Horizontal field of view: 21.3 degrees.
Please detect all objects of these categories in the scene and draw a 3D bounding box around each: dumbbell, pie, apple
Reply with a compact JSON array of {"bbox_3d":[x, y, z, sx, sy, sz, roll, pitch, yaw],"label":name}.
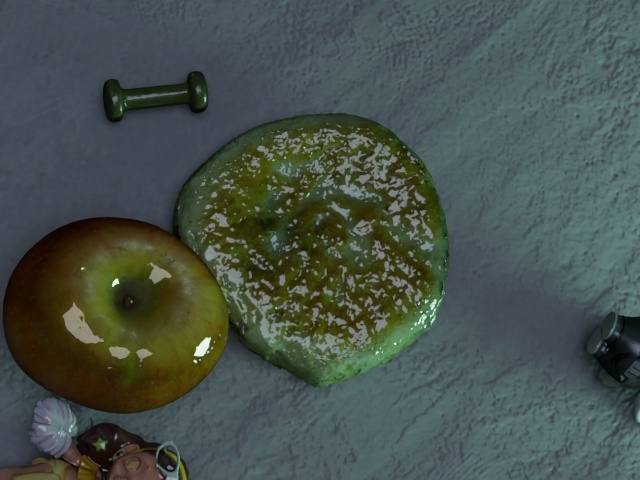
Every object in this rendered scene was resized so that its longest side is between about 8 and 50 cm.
[{"bbox_3d":[-0.186,-0.162,1.922,0.118,0.052,0.046,-7,78,-12],"label":"dumbbell"},{"bbox_3d":[0.000,0.000,1.927,0.323,0.070,0.323,2,80,-10],"label":"pie"},{"bbox_3d":[-0.220,0.085,1.819,0.235,0.173,0.210,32,61,-7],"label":"apple"}]

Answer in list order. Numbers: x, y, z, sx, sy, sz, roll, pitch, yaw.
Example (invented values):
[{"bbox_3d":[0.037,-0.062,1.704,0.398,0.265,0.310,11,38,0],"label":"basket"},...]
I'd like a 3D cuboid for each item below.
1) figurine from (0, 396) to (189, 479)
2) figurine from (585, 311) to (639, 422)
[{"bbox_3d":[-0.258,0.265,1.814,0.240,0.116,0.175,1,66,-11],"label":"figurine"},{"bbox_3d":[0.398,0.156,1.954,0.192,0.126,0.147,32,113,-11],"label":"figurine"}]
